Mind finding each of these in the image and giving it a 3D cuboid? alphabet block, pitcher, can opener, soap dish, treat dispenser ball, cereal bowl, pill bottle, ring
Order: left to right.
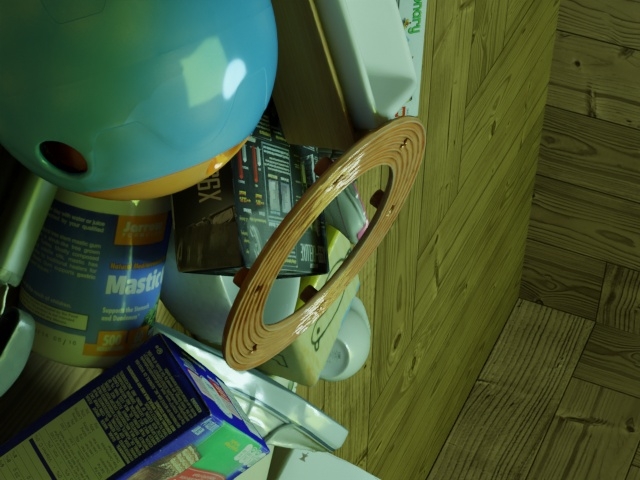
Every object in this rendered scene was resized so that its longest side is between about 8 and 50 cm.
[{"bbox_3d":[-0.314,0.025,1.498,0.095,0.076,0.283,33,74,-52],"label":"can opener"},{"bbox_3d":[-0.236,-0.013,1.591,0.152,0.152,0.272,-32,137,-64],"label":"pill bottle"},{"bbox_3d":[-0.182,-0.179,1.369,0.288,0.288,0.288,17,90,-73],"label":"treat dispenser ball"},{"bbox_3d":[-0.140,-0.036,1.801,0.339,0.141,0.339,-6,90,-72],"label":"cereal bowl"},{"bbox_3d":[-0.072,0.065,2.098,0.197,0.193,0.192,73,37,-61],"label":"alphabet block"},{"bbox_3d":[0.000,0.000,1.603,0.336,0.032,0.336,-46,163,-19],"label":"ring"},{"bbox_3d":[0.013,-0.235,1.688,0.291,0.118,0.229,-50,125,-69],"label":"soap dish"},{"bbox_3d":[0.027,0.147,2.632,0.207,0.125,0.177,-54,136,-70],"label":"pitcher"}]

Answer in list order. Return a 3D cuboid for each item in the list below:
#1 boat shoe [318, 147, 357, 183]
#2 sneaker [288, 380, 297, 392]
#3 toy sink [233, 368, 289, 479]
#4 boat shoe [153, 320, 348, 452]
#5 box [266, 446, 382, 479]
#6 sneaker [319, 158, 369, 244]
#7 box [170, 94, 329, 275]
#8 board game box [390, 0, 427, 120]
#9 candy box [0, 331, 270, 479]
[{"bbox_3d":[-0.003,-0.095,2.257,0.355,0.132,0.130,-38,141,-59],"label":"boat shoe"},{"bbox_3d":[-0.089,0.267,2.460,0.076,0.065,0.166,20,86,-69],"label":"sneaker"},{"bbox_3d":[-0.151,0.292,2.178,0.153,0.131,0.234,-3,106,-71],"label":"toy sink"},{"bbox_3d":[-0.131,0.241,1.982,0.367,0.136,0.156,30,88,-35],"label":"boat shoe"},{"bbox_3d":[-0.003,0.436,2.410,0.168,0.215,0.345,-63,-176,-9],"label":"box"},{"bbox_3d":[-0.031,-0.063,1.998,0.111,0.252,0.103,-39,143,-15],"label":"sneaker"},{"bbox_3d":[-0.078,-0.081,1.653,0.307,0.077,0.242,7,77,-72],"label":"box"},{"bbox_3d":[0.100,-0.361,2.258,0.193,0.053,0.305,-119,-157,-45],"label":"board game box"},{"bbox_3d":[-0.241,0.266,1.656,0.317,0.122,0.268,-35,159,0],"label":"candy box"}]
